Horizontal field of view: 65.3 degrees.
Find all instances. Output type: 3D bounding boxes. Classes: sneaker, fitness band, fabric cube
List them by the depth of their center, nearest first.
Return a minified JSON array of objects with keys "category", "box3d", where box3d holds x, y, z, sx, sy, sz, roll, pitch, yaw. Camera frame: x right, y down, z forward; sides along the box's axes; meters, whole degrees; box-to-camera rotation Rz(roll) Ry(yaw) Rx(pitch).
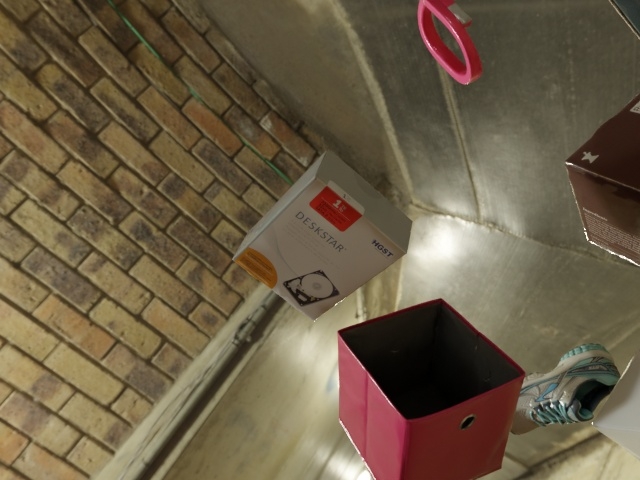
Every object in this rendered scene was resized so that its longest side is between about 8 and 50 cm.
[{"category":"fabric cube","box3d":[0.196,0.312,0.976,0.259,0.254,0.258,-133,36,-53]},{"category":"sneaker","box3d":[0.511,0.342,1.073,0.110,0.283,0.122,36,-158,-16]},{"category":"fitness band","box3d":[0.351,-0.558,1.376,0.291,0.054,0.209,62,-179,30]}]

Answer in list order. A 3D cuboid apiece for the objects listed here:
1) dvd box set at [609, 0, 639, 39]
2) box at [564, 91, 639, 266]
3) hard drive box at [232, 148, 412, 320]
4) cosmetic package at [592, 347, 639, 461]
[{"category":"dvd box set","box3d":[0.393,-0.450,0.543,0.307,0.420,0.062,36,165,-20]},{"category":"box","box3d":[0.506,-0.076,0.742,0.203,0.168,0.167,49,178,-38]},{"category":"hard drive box","box3d":[0.000,0.000,0.803,0.181,0.089,0.232,38,127,-13]},{"category":"cosmetic package","box3d":[0.525,0.222,0.541,0.217,0.156,0.385,39,165,5]}]
